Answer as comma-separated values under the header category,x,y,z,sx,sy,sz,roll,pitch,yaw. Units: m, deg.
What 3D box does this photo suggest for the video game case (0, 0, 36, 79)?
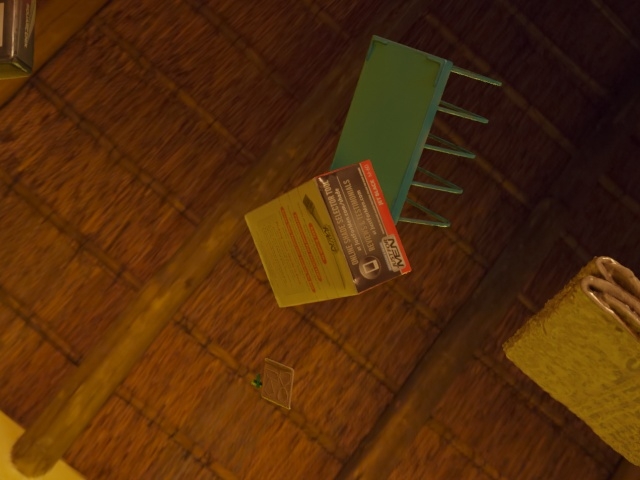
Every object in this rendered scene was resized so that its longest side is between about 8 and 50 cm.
category,x,y,z,sx,sy,sz,roll,pitch,yaw
video game case,-0.249,-0.215,0.473,0.196,0.026,0.274,-3,-102,9

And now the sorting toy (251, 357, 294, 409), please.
category,x,y,z,sx,sy,sz,roll,pitch,yaw
sorting toy,-0.067,0.196,1.192,0.083,0.012,0.062,14,-75,42

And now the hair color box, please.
category,x,y,z,sx,sy,sz,roll,pitch,yaw
hair color box,0.000,0.000,0.698,0.053,0.167,0.093,-21,-89,-23

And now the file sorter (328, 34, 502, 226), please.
category,x,y,z,sx,sy,sz,roll,pitch,yaw
file sorter,0.100,-0.111,0.902,0.104,0.118,0.170,7,-72,-38

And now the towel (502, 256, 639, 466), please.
category,x,y,z,sx,sy,sz,roll,pitch,yaw
towel,0.270,0.117,0.753,0.187,0.282,0.049,41,-106,10
